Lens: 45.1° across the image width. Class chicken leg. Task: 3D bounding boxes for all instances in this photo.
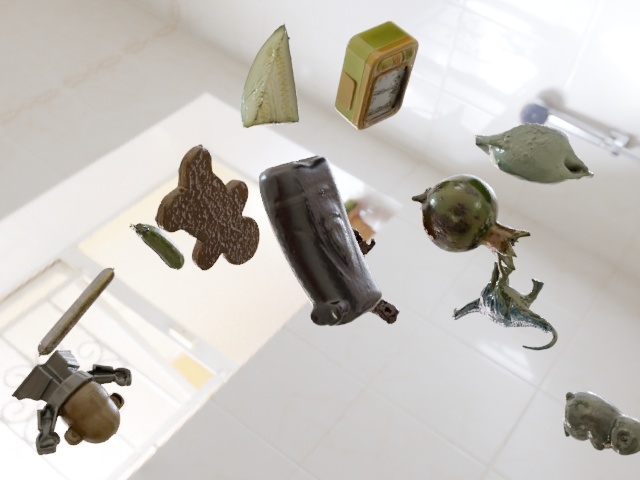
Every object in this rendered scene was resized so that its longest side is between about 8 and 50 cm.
[{"bbox_3d":[0.062,0.070,1.797,0.083,0.177,0.323,-62,-46,-65],"label":"chicken leg"}]

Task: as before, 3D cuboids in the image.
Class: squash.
[{"bbox_3d":[-0.351,0.008,1.677,0.052,0.052,0.183,-54,-39,-13],"label":"squash"},{"bbox_3d":[-0.151,-0.413,1.939,0.169,0.093,0.252,-16,-79,-47],"label":"squash"}]

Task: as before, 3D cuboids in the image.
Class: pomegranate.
[{"bbox_3d":[0.271,-0.023,1.401,0.156,0.220,0.156,-26,-24,-12],"label":"pomegranate"}]

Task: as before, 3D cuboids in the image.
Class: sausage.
[{"bbox_3d":[-0.474,0.134,1.509,0.269,0.032,0.033,-61,-12,-49],"label":"sausage"}]

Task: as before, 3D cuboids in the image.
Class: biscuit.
[{"bbox_3d":[-0.303,-0.060,2.158,0.283,0.064,0.432,-65,-32,-12],"label":"biscuit"}]

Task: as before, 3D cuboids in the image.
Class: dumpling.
[{"bbox_3d":[0.385,-0.163,1.389,0.153,0.219,0.108,-63,-5,-66],"label":"dumpling"}]

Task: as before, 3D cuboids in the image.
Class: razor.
[{"bbox_3d":[-0.002,0.000,1.537,0.113,0.349,0.204,-22,-1,33],"label":"razor"}]

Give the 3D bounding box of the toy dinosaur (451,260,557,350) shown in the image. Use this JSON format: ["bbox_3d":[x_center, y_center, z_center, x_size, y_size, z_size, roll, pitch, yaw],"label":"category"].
[{"bbox_3d":[0.378,0.124,1.564,0.363,0.076,0.147,17,88,68],"label":"toy dinosaur"}]

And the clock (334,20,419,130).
[{"bbox_3d":[0.116,-0.340,1.607,0.143,0.096,0.202,-32,-27,-30],"label":"clock"}]

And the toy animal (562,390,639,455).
[{"bbox_3d":[0.636,0.406,1.669,0.108,0.236,0.138,-43,-59,-25],"label":"toy animal"}]

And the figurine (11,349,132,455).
[{"bbox_3d":[-0.686,0.454,2.174,0.342,0.284,0.167,-49,-7,-26],"label":"figurine"}]
